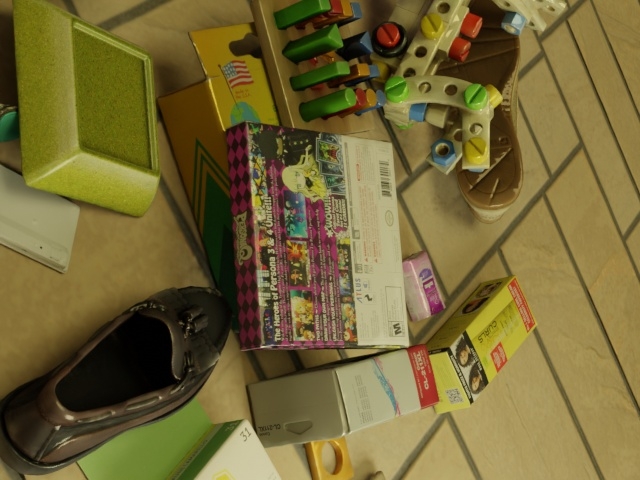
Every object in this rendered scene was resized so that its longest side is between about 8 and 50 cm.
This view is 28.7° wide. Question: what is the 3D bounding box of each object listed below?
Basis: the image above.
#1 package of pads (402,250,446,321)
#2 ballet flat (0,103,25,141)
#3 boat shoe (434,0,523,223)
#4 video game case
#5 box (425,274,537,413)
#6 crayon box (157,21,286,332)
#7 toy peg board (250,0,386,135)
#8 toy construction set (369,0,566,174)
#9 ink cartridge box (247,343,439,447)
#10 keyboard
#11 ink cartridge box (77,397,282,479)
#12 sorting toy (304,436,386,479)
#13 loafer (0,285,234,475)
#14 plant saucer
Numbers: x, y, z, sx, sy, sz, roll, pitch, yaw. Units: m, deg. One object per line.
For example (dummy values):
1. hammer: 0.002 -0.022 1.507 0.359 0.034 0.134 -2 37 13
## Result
1. package of pads: 0.127 0.059 1.613 0.050 0.032 0.083 -24 97 -50
2. ballet flat: -0.301 -0.108 1.121 0.114 0.041 0.041 -30 102 -63
3. boat shoe: 0.221 -0.193 1.773 0.110 0.122 0.341 79 10 -73
4. video game case: 0.000 0.000 1.314 0.210 0.042 0.232 3 78 -42
5. box: 0.209 0.135 1.668 0.232 0.058 0.087 -37 107 -51
6. crayon box: -0.058 -0.079 1.385 0.202 0.081 0.318 -21 95 -53
7. toy peg board: 0.019 -0.201 1.395 0.161 0.079 0.161 -15 90 -53
8. toy construction set: 0.188 -0.252 1.642 0.327 0.215 0.151 -58 162 -24
9. ink cartridge box: 0.026 0.168 1.366 0.175 0.127 0.072 -7 84 -53
10. keyboard: -0.316 -0.050 1.107 0.256 0.014 0.072 32 49 -42
11. ink cartridge box: -0.130 0.225 1.211 0.171 0.056 0.235 -47 117 -48
12. sorting toy: 0.061 0.376 1.404 0.196 0.047 0.347 -31 102 -52
13. loafer: -0.166 0.114 1.151 0.109 0.095 0.302 52 39 4
14. plant saucer: -0.213 -0.131 1.205 0.188 0.045 0.188 18 63 -61
